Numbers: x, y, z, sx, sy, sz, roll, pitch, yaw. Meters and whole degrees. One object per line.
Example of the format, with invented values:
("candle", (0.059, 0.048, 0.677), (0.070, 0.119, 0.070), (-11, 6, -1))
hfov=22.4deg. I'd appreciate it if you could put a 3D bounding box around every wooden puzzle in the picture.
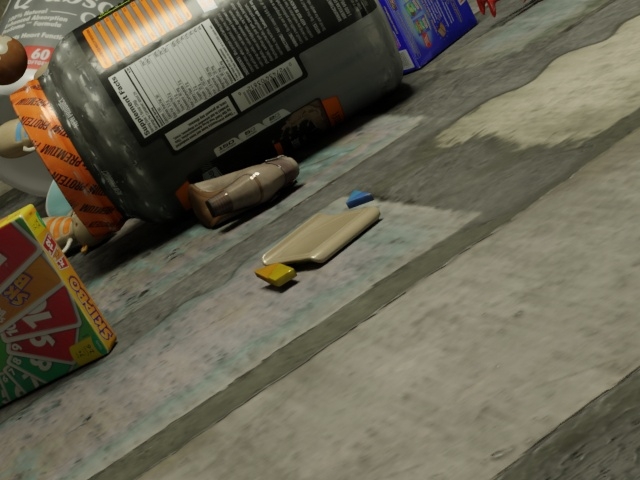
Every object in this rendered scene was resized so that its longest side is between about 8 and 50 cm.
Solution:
("wooden puzzle", (0.000, 0.000, 1.147), (0.116, 0.014, 0.078), (-36, 18, -23))

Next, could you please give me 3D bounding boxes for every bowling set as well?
("bowling set", (-0.263, -0.136, 1.700), (0.154, 0.200, 0.287), (-12, 46, 42))

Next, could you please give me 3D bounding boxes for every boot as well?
("boot", (-0.066, -0.047, 1.421), (0.087, 0.042, 0.118), (-27, 13, -14))

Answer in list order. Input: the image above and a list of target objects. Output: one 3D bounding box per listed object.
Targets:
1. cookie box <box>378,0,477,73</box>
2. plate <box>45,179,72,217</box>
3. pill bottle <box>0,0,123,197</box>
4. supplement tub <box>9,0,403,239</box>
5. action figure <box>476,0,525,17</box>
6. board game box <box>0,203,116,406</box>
("cookie box", (0.099, -0.232, 1.627), (0.040, 0.091, 0.107), (-10, 23, 49))
("plate", (-0.233, -0.088, 1.815), (0.188, 0.024, 0.188), (-32, 31, 22))
("pill bottle", (-0.310, -0.246, 2.066), (0.210, 0.210, 0.363), (-22, 39, 32))
("supplement tub", (-0.109, -0.154, 1.535), (0.338, 0.207, 0.207), (-31, 13, -2))
("action figure", (0.211, -0.252, 1.595), (0.115, 0.030, 0.038), (-28, 18, -13))
("board game box", (-0.297, 0.083, 1.234), (0.259, 0.124, 0.039), (-26, 14, 18))
